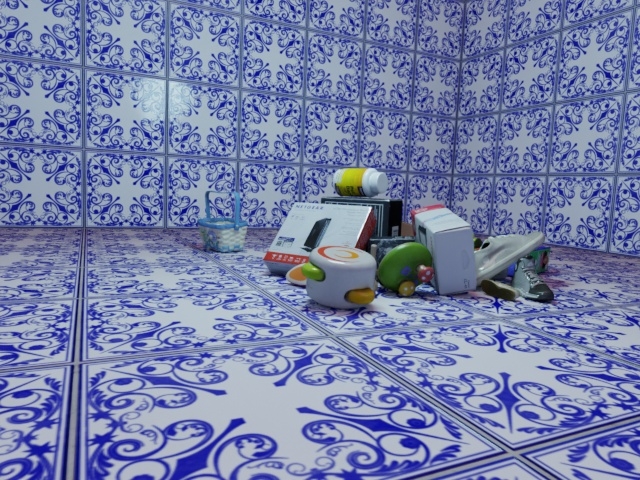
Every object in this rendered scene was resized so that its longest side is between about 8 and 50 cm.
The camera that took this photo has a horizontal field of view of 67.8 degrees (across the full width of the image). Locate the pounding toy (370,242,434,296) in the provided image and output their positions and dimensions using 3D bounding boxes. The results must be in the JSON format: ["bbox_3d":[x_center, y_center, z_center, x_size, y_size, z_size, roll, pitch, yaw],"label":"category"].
[{"bbox_3d":[0.259,0.109,1.473,0.236,0.183,0.110,0,33,-22],"label":"pounding toy"}]

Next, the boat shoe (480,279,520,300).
[{"bbox_3d":[0.580,0.161,1.539,0.045,0.050,0.135,3,15,-31],"label":"boat shoe"}]

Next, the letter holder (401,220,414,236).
[{"bbox_3d":[0.284,0.017,2.146,0.301,0.215,0.152,20,-26,-3],"label":"letter holder"}]

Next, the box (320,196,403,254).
[{"bbox_3d":[0.161,-0.027,1.918,0.293,0.297,0.182,6,7,26],"label":"box"}]

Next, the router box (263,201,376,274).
[{"bbox_3d":[0.000,0.000,1.754,0.335,0.082,0.301,5,51,27],"label":"router box"}]

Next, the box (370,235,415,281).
[{"bbox_3d":[0.260,0.067,1.714,0.158,0.156,0.093,-1,7,12],"label":"box"}]

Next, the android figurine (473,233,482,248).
[{"bbox_3d":[0.548,0.048,2.025,0.248,0.056,0.272,-39,12,-25],"label":"android figurine"}]

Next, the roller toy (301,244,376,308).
[{"bbox_3d":[0.059,0.106,1.344,0.209,0.147,0.191,10,16,11],"label":"roller toy"}]

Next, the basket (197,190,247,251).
[{"bbox_3d":[-0.472,-0.094,2.303,0.254,0.289,0.201,7,8,44],"label":"basket"}]

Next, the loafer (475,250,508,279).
[{"bbox_3d":[0.593,0.094,1.845,0.319,0.112,0.112,-1,7,-27],"label":"loafer"}]

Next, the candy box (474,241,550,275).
[{"bbox_3d":[0.820,0.074,2.094,0.268,0.122,0.317,8,10,41],"label":"candy box"}]

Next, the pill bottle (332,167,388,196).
[{"bbox_3d":[0.164,-0.236,1.944,0.214,0.118,0.117,6,7,40],"label":"pill bottle"}]

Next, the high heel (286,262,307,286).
[{"bbox_3d":[0.010,0.129,1.578,0.243,0.082,0.117,-9,-32,24],"label":"high heel"}]

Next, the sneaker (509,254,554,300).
[{"bbox_3d":[0.695,0.117,1.579,0.086,0.132,0.229,2,6,-6],"label":"sneaker"}]

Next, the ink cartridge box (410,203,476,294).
[{"bbox_3d":[0.416,0.022,1.637,0.131,0.226,0.306,-10,16,1],"label":"ink cartridge box"}]

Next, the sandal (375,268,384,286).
[{"bbox_3d":[0.225,0.132,1.598,0.072,0.049,0.180,-9,-18,25],"label":"sandal"}]

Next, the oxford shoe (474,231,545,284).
[{"bbox_3d":[0.672,0.035,1.750,0.449,0.130,0.169,-21,-21,-33],"label":"oxford shoe"}]
